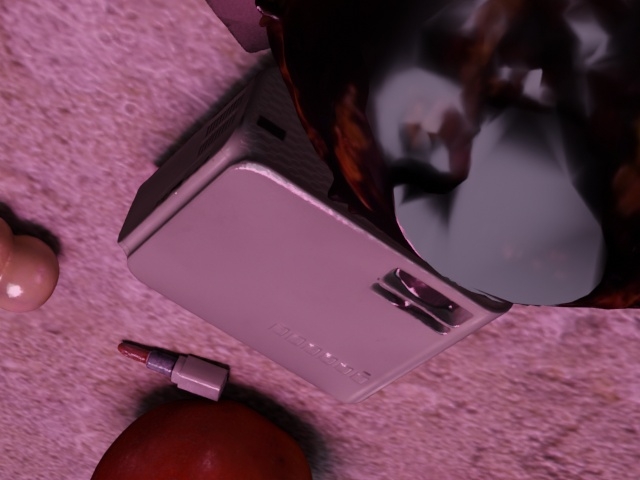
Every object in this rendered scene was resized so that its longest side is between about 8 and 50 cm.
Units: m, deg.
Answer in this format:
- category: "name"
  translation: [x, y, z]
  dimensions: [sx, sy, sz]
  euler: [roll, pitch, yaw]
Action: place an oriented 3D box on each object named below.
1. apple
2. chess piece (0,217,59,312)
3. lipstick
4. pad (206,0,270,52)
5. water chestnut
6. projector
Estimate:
- category: "apple"
  translation: [-0.115, 0.263, 1.524]
  dimensions: [0.218, 0.201, 0.218]
  euler: [12, 145, 8]
- category: "chess piece"
  translation: [-0.304, 0.007, 1.373]
  dimensions: [0.170, 0.094, 0.094]
  euler: [27, 142, -19]
- category: "lipstick"
  translation: [-0.139, 0.118, 1.497]
  dimensions: [0.107, 0.025, 0.025]
  euler: [19, 143, 5]
- category: "pad"
  translation: [-0.048, -0.212, 1.063]
  dimensions: [0.143, 0.003, 0.211]
  euler: [-11, 135, 32]
- category: "water chestnut"
  translation: [0.119, -0.139, 0.890]
  dimensions: [0.335, 0.347, 0.335]
  euler: [-5, 115, -11]
- category: "projector"
  translation: [0.000, 0.000, 1.229]
  dimensions: [0.250, 0.108, 0.198]
  euler: [32, 140, -17]
